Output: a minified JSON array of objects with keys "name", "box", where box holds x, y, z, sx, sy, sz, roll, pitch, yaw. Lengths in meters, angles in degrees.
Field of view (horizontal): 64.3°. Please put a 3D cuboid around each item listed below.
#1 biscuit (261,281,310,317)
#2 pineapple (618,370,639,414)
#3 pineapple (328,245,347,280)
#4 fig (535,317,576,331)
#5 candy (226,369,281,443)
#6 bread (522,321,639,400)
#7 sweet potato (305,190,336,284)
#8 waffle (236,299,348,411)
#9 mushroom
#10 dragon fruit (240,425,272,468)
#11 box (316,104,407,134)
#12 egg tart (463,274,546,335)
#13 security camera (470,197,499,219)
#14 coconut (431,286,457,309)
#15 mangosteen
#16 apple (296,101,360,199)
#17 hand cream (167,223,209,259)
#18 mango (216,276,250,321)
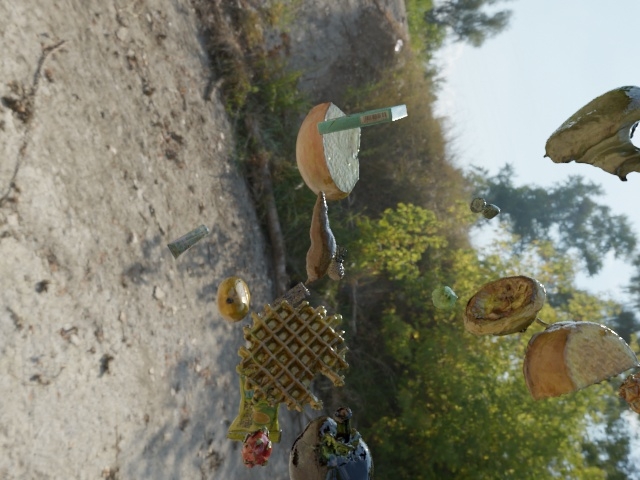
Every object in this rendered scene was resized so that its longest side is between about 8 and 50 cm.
[{"name":"biscuit","box":[-0.127,0.228,1.859,0.064,0.199,0.034,52,-28,7]},{"name":"pineapple","box":[1.035,0.461,1.596,0.249,0.140,0.164,-82,180,-57]},{"name":"pineapple","box":[0.064,0.075,1.740,0.058,0.058,0.124,69,33,-48]},{"name":"fig","box":[0.817,0.335,1.694,0.207,0.175,0.175,-40,119,-70]},{"name":"candy","box":[-0.186,0.527,1.617,0.081,0.187,0.297,-115,-145,-69]},{"name":"bread","box":[0.723,0.327,1.458,0.194,0.340,0.179,133,-56,-60]},{"name":"sweet potato","box":[0.006,0.003,1.116,0.068,0.068,0.226,-77,175,-68]},{"name":"waffle","box":[-0.056,0.236,1.060,0.051,0.232,0.228,121,-26,-64]},{"name":"mushroom","box":[0.697,-0.283,1.294,0.292,0.218,0.212,-69,161,-50]},{"name":"dragon fruit","box":[-0.169,0.551,1.363,0.116,0.081,0.086,-53,144,-74]},{"name":"box","box":[0.124,-0.359,1.508,0.162,0.229,0.041,-36,117,-60]},{"name":"egg tart","box":[0.627,0.238,1.727,0.115,0.290,0.290,54,16,-16]},{"name":"security camera","box":[0.536,-0.100,1.649,0.092,0.058,0.058,23,48,-34]},{"name":"coconut","box":[0.468,0.218,1.917,0.088,0.096,0.087,38,46,-54]},{"name":"mangosteen","box":[0.036,0.564,1.328,0.231,0.231,0.289,-87,-171,-56]},{"name":"apple","box":[0.029,-0.314,1.892,0.314,0.252,0.309,129,-28,-73]},{"name":"hand cream","box":[-0.422,-0.001,1.637,0.143,0.039,0.061,-37,128,-29]},{"name":"mango","box":[-0.313,0.210,1.826,0.262,0.109,0.157,-173,-113,-87]}]
